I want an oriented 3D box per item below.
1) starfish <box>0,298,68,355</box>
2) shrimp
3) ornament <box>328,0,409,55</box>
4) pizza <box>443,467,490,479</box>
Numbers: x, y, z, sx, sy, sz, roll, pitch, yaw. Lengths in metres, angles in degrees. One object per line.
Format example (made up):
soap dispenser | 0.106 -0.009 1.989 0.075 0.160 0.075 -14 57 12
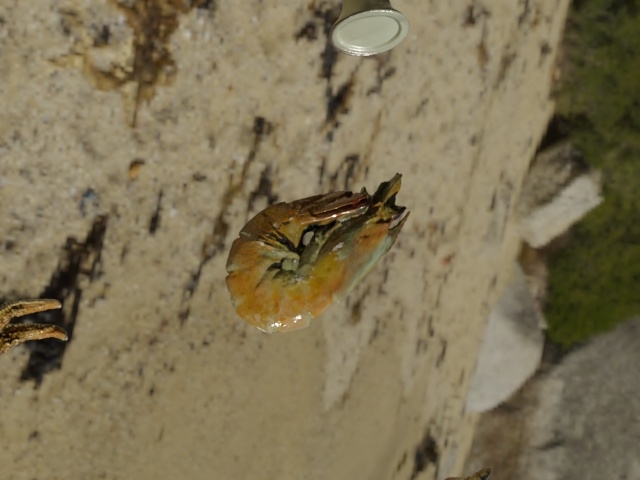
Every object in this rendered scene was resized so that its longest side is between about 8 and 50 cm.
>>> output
starfish | -0.257 0.070 0.825 0.130 0.133 0.041 42 22 -55
shrimp | 0.000 -0.001 1.159 0.217 0.115 0.051 -39 -171 -14
ornament | 0.040 -0.247 1.083 0.081 0.075 0.156 47 34 -55
pizza | 0.077 0.191 0.648 0.188 0.062 0.199 -61 -167 23
